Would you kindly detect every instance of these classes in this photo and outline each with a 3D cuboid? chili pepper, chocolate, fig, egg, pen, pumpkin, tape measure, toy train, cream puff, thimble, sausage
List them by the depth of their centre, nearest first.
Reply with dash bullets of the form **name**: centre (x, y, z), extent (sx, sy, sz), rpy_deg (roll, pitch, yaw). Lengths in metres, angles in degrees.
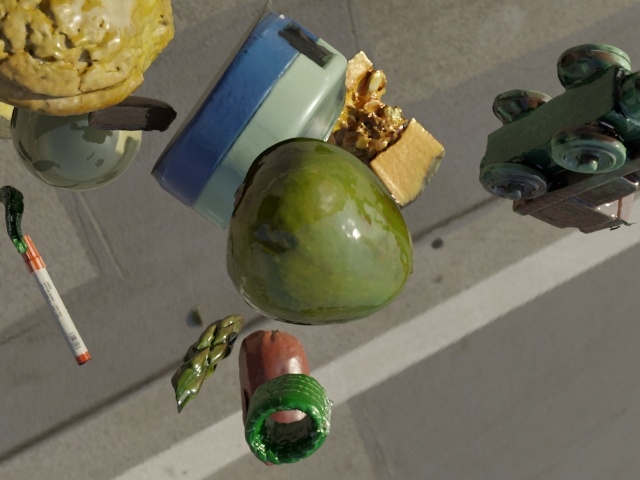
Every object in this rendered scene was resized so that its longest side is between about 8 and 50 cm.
- **cream puff**: centre (-0.188, -0.175, 0.633), extent (0.189, 0.189, 0.129), rpy_deg (0, 144, -29)
- **fig**: centre (0.000, 0.000, 0.860), extent (0.191, 0.181, 0.181), rpy_deg (19, 113, -17)
- **chocolate**: centre (-0.219, -0.153, 1.044), extent (0.101, 0.031, 0.064), rpy_deg (-2, 165, -23)
- **tape measure**: centre (-0.078, -0.143, 1.071), extent (0.138, 0.262, 0.259), rpy_deg (33, 99, -12)
- **toy train**: centre (0.340, -0.113, 1.109), extent (0.222, 0.304, 0.150), rpy_deg (20, 69, -20)
- **chili pepper**: centre (-0.423, -0.040, 1.242), extent (0.035, 0.118, 0.055), rpy_deg (-21, 145, -14)
- **thimble**: centre (-0.047, 0.260, 1.323), extent (0.130, 0.090, 0.118), rpy_deg (-14, 114, 11)
- **egg**: centre (-0.357, -0.167, 1.327), extent (0.186, 0.241, 0.186), rpy_deg (-2, 107, -7)
- **pen**: centre (-0.449, 0.100, 1.510), extent (0.028, 0.028, 0.239), rpy_deg (-27, 90, -10)
- **pumpkin**: centre (0.109, -0.172, 1.558), extent (0.139, 0.190, 0.280), rpy_deg (-49, 160, -11)
- **sausage**: centre (-0.094, 0.323, 1.868), extent (0.152, 0.152, 0.279), rpy_deg (-3, 86, -27)

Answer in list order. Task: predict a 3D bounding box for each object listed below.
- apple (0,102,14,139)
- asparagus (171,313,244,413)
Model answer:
- **apple**: centre (-0.617, -0.359, 1.659), extent (0.314, 0.252, 0.309), rpy_deg (8, 78, -36)
- **asparagus**: centre (-0.235, 0.235, 1.836), extent (0.287, 0.080, 0.080), rpy_deg (-49, 146, -45)
